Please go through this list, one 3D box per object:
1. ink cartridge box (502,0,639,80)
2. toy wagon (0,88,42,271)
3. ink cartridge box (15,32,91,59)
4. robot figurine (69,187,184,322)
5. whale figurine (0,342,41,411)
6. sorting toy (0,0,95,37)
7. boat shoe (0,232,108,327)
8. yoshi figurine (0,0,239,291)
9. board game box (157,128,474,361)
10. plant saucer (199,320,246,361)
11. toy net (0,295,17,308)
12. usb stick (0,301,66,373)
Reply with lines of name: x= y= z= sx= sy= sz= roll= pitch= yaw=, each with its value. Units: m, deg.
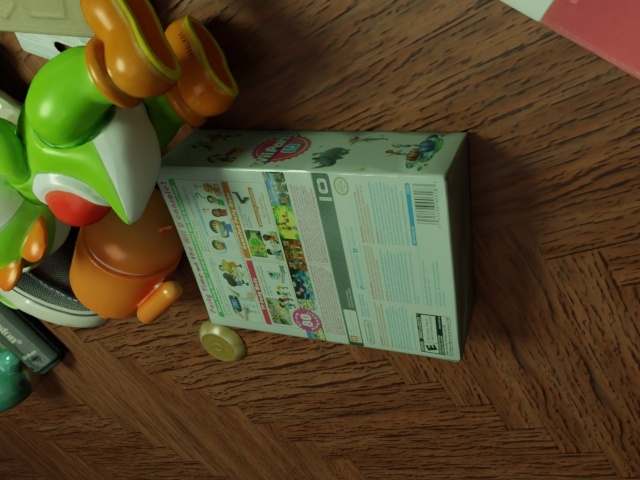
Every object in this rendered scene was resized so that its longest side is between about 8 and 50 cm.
ink cartridge box: x=0.100 y=-0.292 z=0.265 sx=0.384 sy=0.160 sz=0.279 roll=31 pitch=135 yaw=2
toy wagon: x=-0.464 y=-0.107 z=0.689 sx=0.344 sy=0.068 sz=0.267 roll=35 pitch=96 yaw=-8
ink cartridge box: x=-0.250 y=-0.268 z=0.569 sx=0.189 sy=0.066 sz=0.232 roll=22 pitch=155 yaw=11
robot figurine: x=-0.243 y=0.017 z=0.734 sx=0.128 sy=0.158 sz=0.219 roll=12 pitch=140 yaw=-24
whale figurine: x=-0.682 y=0.230 z=1.140 sx=0.216 sy=0.141 sz=0.272 roll=5 pitch=128 yaw=25
sorting toy: x=-0.299 y=-0.273 z=0.516 sx=0.208 sy=0.038 sz=0.193 roll=9 pitch=146 yaw=23
boat shoe: x=-0.414 y=-0.024 z=0.796 sx=0.340 sy=0.127 sz=0.158 roll=34 pitch=126 yaw=-6
yoshi figurine: x=-0.270 y=-0.104 z=0.558 sx=0.362 sy=0.203 sz=0.203 roll=-34 pitch=118 yaw=19
board game box: x=0.000 y=0.000 z=0.612 sx=0.303 sy=0.097 sz=0.224 roll=5 pitch=128 yaw=23
plant saucer: x=-0.153 y=0.159 z=0.883 sx=0.083 sy=0.015 sz=0.083 roll=15 pitch=132 yaw=17
toy net: x=-0.452 y=0.113 z=0.986 sx=0.232 sy=0.045 sz=0.122 roll=9 pitch=130 yaw=22
usb stick: x=-0.594 y=0.137 z=1.070 sx=0.077 sy=0.045 sz=0.278 roll=-35 pitch=109 yaw=6
